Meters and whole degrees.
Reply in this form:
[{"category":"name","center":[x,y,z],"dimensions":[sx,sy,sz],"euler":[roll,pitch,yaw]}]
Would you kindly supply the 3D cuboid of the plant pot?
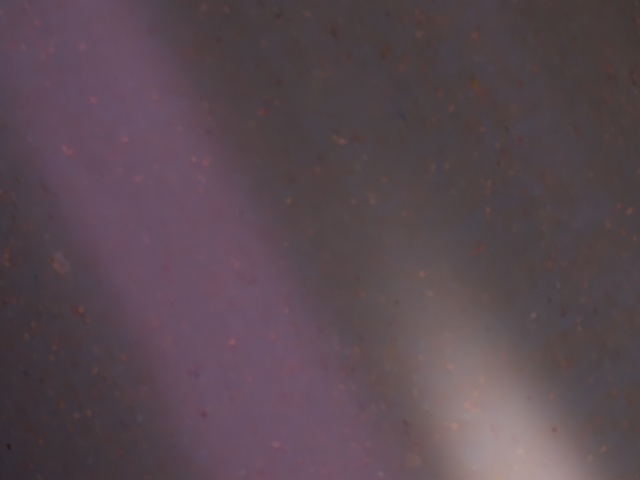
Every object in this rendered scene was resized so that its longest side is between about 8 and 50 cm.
[{"category":"plant pot","center":[0.000,0.000,0.455],"dimensions":[0.341,0.341,0.334],"euler":[-21,107,26]}]
